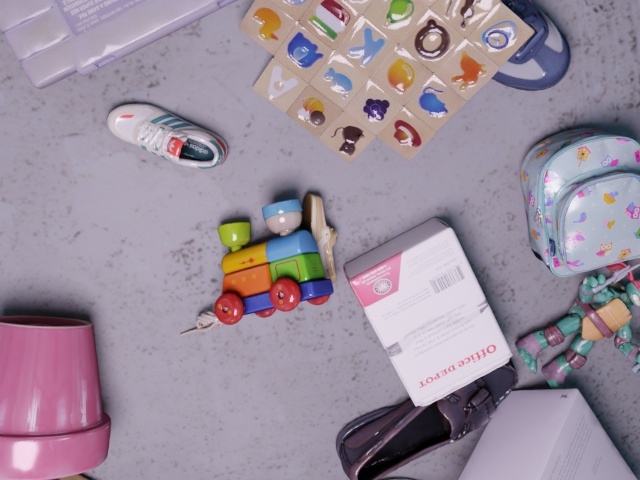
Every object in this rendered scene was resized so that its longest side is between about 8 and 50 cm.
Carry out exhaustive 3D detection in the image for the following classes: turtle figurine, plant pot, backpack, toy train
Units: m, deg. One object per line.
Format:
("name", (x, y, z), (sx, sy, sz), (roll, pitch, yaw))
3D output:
("turtle figurine", (0.410, 0.123, 0.969), (0.234, 0.118, 0.175), (-41, 95, 19))
("plant pot", (-0.372, 0.194, 0.871), (0.201, 0.201, 0.180), (5, 87, -8))
("backpack", (0.365, -0.055, 0.908), (0.166, 0.144, 0.188), (-15, 102, 3))
("toy train", (-0.113, 0.040, 0.907), (0.248, 0.105, 0.143), (-16, 83, 27))

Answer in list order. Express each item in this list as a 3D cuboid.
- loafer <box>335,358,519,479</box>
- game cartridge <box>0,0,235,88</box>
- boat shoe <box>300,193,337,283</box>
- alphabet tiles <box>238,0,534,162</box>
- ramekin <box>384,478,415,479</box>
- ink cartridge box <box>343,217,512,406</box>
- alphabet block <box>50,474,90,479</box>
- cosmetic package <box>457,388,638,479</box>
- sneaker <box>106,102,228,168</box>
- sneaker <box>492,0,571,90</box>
("loafer", (0.167, 0.272, 0.988), (0.303, 0.095, 0.109), (-29, 105, 1))
("game cartridge", (-0.240, -0.359, 0.810), (0.355, 0.068, 0.230), (-26, 109, 0))
("boat shoe", (0.000, 0.000, 0.932), (0.045, 0.050, 0.135), (-7, 106, -19))
("alphabet tiles", (0.074, -0.257, 0.811), (0.285, 0.011, 0.342), (35, 125, -13))
("ramekin", (0.129, 0.513, 0.987), (0.277, 0.135, 0.277), (-1, 92, -18))
("ink cartridge box", (0.151, 0.101, 0.947), (0.159, 0.092, 0.218), (-28, 103, 1))
("alphabet block", (-0.429, 0.421, 0.907), (0.197, 0.193, 0.192), (32, 100, -12))
("cosmetic package", (0.328, 0.372, 0.956), (0.224, 0.138, 0.224), (55, 52, -15))
("sneaker", (-0.197, -0.134, 0.858), (0.161, 0.075, 0.057), (20, 101, -11))
("sneaker", (0.200, -0.293, 0.834), (0.319, 0.131, 0.112), (31, 97, -13))
